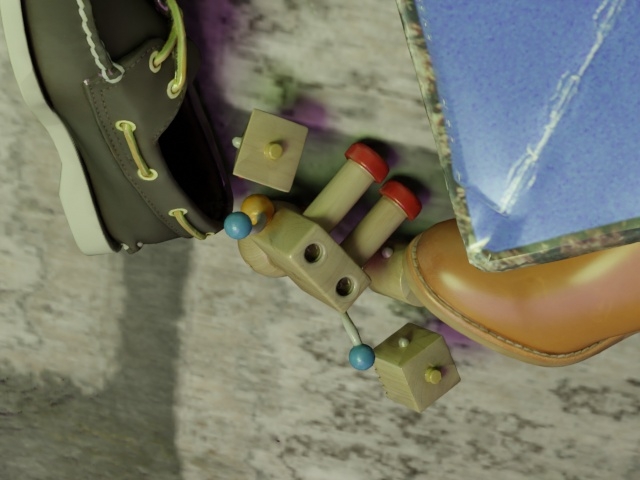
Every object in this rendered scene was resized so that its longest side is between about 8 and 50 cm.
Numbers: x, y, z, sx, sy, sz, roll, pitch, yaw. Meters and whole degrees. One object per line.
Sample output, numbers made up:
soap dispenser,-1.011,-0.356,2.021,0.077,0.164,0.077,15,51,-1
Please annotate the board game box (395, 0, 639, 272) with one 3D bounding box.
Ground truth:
board game box,0.178,-0.099,0.487,0.232,0.291,0.141,-15,89,29

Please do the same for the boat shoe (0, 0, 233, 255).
boat shoe,-0.082,-0.072,0.752,0.068,0.081,0.228,-3,149,4

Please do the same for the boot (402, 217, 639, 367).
boot,0.143,-0.015,0.763,0.197,0.073,0.152,7,139,-9

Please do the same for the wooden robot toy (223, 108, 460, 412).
wooden robot toy,0.000,0.000,0.840,0.173,0.076,0.079,48,164,-30
